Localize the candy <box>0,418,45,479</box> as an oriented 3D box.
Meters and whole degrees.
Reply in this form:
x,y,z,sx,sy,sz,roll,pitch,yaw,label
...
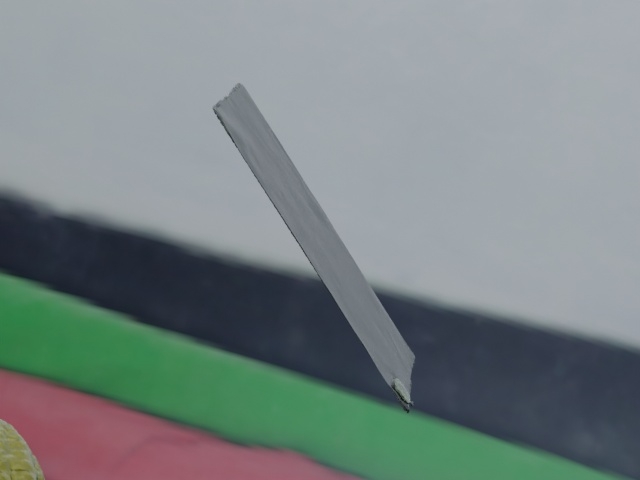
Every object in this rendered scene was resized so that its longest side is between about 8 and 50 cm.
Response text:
x,y,z,sx,sy,sz,roll,pitch,yaw,label
-0.225,0.182,1.152,0.094,0.106,0.199,46,-167,-28,candy

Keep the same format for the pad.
x,y,z,sx,sy,sz,roll,pitch,yaw,label
0.000,0.000,0.965,0.193,0.004,0.116,57,-170,-7,pad
